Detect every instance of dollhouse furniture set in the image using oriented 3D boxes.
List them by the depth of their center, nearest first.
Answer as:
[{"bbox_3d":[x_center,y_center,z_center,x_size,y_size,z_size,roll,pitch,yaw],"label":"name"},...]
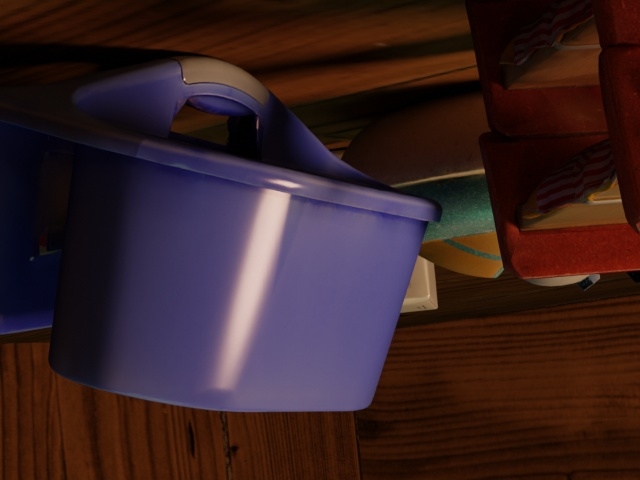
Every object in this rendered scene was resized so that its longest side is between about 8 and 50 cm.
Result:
[{"bbox_3d":[0.276,-0.078,0.836,0.374,0.152,0.201,-4,174,-13],"label":"dollhouse furniture set"}]

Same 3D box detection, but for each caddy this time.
[{"bbox_3d":[-0.078,-0.016,0.993,0.241,0.179,0.341,15,-177,30],"label":"caddy"}]

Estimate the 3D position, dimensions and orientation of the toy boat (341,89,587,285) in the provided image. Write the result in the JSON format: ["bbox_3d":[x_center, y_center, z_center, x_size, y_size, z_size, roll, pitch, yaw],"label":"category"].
[{"bbox_3d":[0.139,-0.035,1.133,0.268,0.148,0.318,-6,174,4],"label":"toy boat"}]

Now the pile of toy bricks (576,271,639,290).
[{"bbox_3d":[0.291,-0.030,1.626,0.105,0.118,0.212,-38,174,-18],"label":"pile of toy bricks"}]

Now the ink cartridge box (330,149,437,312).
[{"bbox_3d":[0.000,0.000,1.408,0.176,0.128,0.127,-6,174,6],"label":"ink cartridge box"}]
